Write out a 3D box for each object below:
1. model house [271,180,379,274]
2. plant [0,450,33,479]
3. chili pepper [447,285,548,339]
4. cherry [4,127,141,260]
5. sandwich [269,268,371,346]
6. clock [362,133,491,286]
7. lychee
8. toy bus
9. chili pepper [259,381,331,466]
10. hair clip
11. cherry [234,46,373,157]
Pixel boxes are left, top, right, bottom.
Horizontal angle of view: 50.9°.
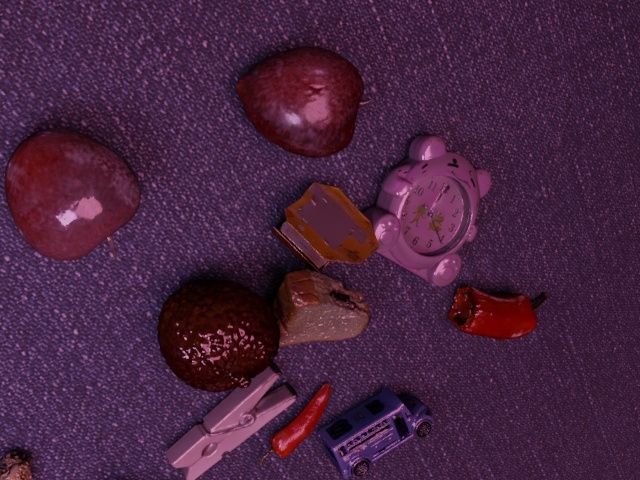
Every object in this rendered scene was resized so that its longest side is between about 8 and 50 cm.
[{"bbox_3d":[0.000,0.000,1.548,0.219,0.136,0.207,44,43,-2],"label":"model house"},{"bbox_3d":[-0.668,0.503,1.409,0.121,0.104,0.117,7,112,-20],"label":"plant"},{"bbox_3d":[0.526,0.210,1.863,0.338,0.131,0.135,9,110,-28],"label":"chili pepper"},{"bbox_3d":[-0.465,-0.079,1.281,0.236,0.213,0.286,-36,107,-21],"label":"cherry"},{"bbox_3d":[0.010,0.148,1.537,0.254,0.288,0.100,-5,63,-18],"label":"sandwich"},{"bbox_3d":[0.269,-0.077,1.675,0.295,0.113,0.322,29,90,-28],"label":"clock"},{"bbox_3d":[-0.220,0.203,1.451,0.260,0.260,0.261,-7,107,-23],"label":"lychee"},{"bbox_3d":[0.150,0.488,1.767,0.292,0.125,0.133,-28,113,-14],"label":"toy bus"},{"bbox_3d":[-0.057,0.473,1.707,0.272,0.063,0.071,-45,130,-10],"label":"chili pepper"},{"bbox_3d":[-0.212,0.433,1.609,0.330,0.085,0.101,-38,124,-10],"label":"hair clip"},{"bbox_3d":[-0.034,-0.295,1.429,0.300,0.203,0.230,8,102,-12],"label":"cherry"}]
